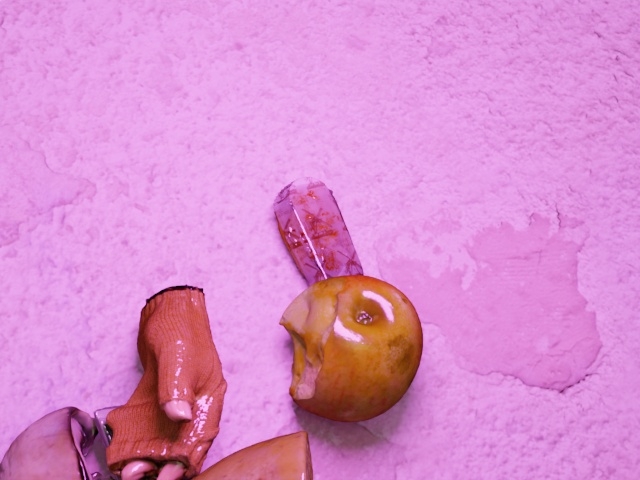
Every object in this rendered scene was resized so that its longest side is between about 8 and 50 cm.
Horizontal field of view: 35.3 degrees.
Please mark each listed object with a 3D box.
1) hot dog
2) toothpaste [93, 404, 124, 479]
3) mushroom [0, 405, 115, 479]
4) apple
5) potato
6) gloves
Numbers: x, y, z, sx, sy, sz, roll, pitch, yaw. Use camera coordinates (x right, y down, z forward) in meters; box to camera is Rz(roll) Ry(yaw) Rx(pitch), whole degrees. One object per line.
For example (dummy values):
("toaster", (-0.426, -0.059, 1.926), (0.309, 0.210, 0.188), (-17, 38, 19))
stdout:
("hot dog", (0.000, 0.000, 1.807), (0.131, 0.069, 0.253), (-18, 74, -25))
("toothpaste", (-0.263, 0.442, 1.579), (0.098, 0.061, 0.392), (4, 60, -54))
("mushroom", (-0.401, 0.392, 1.515), (0.164, 0.189, 0.267), (-21, 73, -3))
("apple", (0.047, 0.171, 1.655), (0.246, 0.226, 0.246), (4, 65, -8))
("potato", (-0.140, 0.412, 1.459), (0.280, 0.330, 0.213), (-9, 53, -1))
("gloves", (-0.231, 0.234, 1.592), (0.155, 0.203, 0.356), (25, 47, -22))
